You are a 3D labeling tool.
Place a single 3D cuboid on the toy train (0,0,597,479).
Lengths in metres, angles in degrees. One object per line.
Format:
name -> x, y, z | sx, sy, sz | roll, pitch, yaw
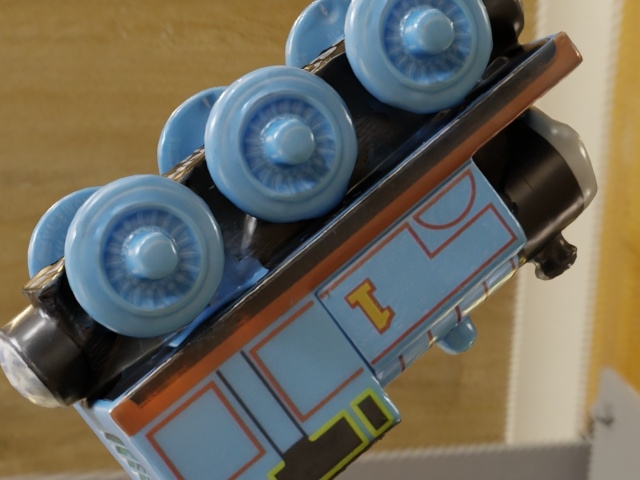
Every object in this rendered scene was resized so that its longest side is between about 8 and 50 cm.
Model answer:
toy train -> 0.000, 0.000, 0.489 | 0.184, 0.080, 0.105 | -40, -79, -16
